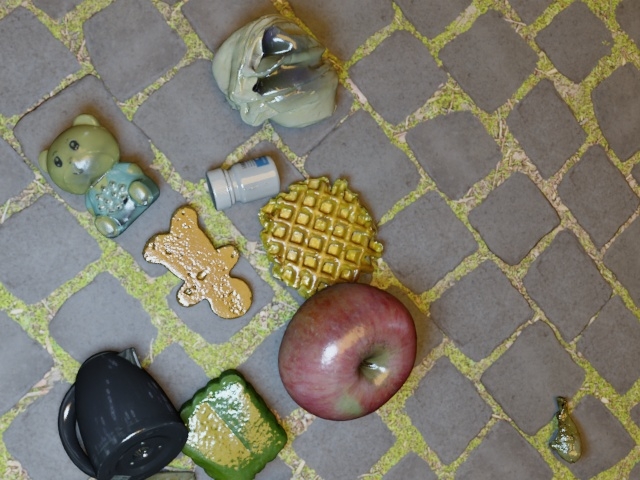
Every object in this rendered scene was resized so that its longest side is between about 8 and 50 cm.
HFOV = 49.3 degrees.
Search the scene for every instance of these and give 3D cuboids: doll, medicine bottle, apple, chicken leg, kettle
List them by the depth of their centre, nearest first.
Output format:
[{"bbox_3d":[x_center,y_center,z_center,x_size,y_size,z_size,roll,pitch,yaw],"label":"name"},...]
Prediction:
[{"bbox_3d":[-0.476,0.395,1.568,0.268,0.207,0.290,-45,58,3],"label":"kettle"},{"bbox_3d":[-0.511,-0.152,1.617,0.177,0.161,0.261,-43,99,10],"label":"doll"},{"bbox_3d":[0.058,0.262,1.688,0.344,0.269,0.345,-9,109,-27],"label":"apple"},{"bbox_3d":[-0.190,-0.143,1.722,0.168,0.105,0.105,-17,91,-13],"label":"medicine bottle"},{"bbox_3d":[0.669,0.521,1.919,0.093,0.070,0.178,-2,81,-7],"label":"chicken leg"}]

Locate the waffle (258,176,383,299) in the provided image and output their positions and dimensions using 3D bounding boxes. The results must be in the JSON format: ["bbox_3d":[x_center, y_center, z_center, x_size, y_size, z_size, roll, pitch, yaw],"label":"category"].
[{"bbox_3d":[0.000,0.000,1.780,0.302,0.068,0.325,-28,93,-13],"label":"waffle"}]

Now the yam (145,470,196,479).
[{"bbox_3d":[-0.452,0.593,1.645,0.317,0.067,0.071,-3,102,-12],"label":"yam"}]

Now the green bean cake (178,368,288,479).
[{"bbox_3d":[-0.219,0.461,1.680,0.222,0.125,0.248,-40,94,-10],"label":"green bean cake"}]

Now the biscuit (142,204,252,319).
[{"bbox_3d":[-0.290,0.073,1.718,0.197,0.049,0.301,-45,98,-7],"label":"biscuit"}]

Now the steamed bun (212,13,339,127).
[{"bbox_3d":[-0.099,-0.415,1.708,0.320,0.206,0.275,6,84,-17],"label":"steamed bun"}]
